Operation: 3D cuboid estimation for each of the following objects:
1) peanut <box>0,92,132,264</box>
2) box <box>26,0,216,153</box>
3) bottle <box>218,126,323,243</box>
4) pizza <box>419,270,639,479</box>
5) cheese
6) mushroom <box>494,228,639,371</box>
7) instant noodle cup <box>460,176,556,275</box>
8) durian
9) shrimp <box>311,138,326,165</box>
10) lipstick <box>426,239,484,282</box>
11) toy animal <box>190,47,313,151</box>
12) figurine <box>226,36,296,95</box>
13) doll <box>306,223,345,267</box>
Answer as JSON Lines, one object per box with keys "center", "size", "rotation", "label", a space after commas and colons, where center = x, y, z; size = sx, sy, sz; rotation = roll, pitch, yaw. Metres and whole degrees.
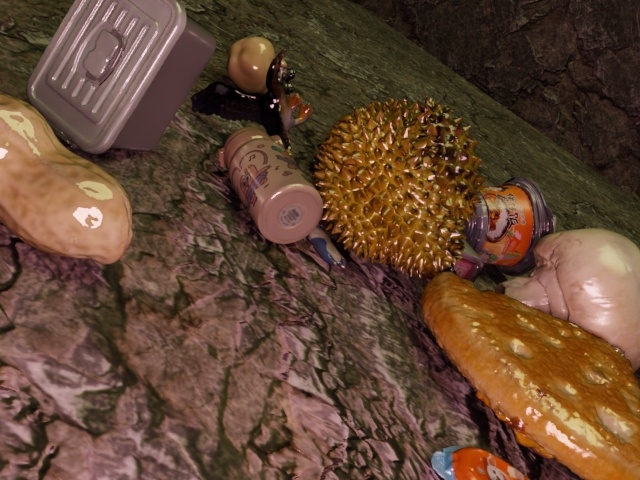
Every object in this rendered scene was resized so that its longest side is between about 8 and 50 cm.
{"center": [-0.299, -0.070, 0.865], "size": [0.257, 0.123, 0.123], "rotation": [31, 21, 7], "label": "peanut"}
{"center": [-0.258, -0.234, 1.148], "size": [0.163, 0.243, 0.135], "rotation": [37, 10, 19], "label": "box"}
{"center": [-0.072, -0.092, 1.229], "size": [0.110, 0.097, 0.209], "rotation": [-16, 40, -16], "label": "bottle"}
{"center": [0.286, 0.178, 1.084], "size": [0.409, 0.114, 0.278], "rotation": [43, 26, 28], "label": "pizza"}
{"center": [0.224, 0.280, 0.881], "size": [0.256, 0.037, 0.106], "rotation": [28, 23, -4], "label": "cheese"}
{"center": [0.375, 0.098, 1.284], "size": [0.260, 0.234, 0.254], "rotation": [70, 8, -45], "label": "mushroom"}
{"center": [0.298, -0.028, 1.503], "size": [0.125, 0.208, 0.177], "rotation": [4, 72, -24], "label": "instant noodle cup"}
{"center": [0.117, -0.080, 1.256], "size": [0.258, 0.258, 0.293], "rotation": [21, 52, -23], "label": "durian"}
{"center": [0.043, -0.145, 1.575], "size": [0.115, 0.051, 0.217], "rotation": [36, 19, 8], "label": "shrimp"}
{"center": [0.173, -0.015, 1.411], "size": [0.079, 0.077, 0.253], "rotation": [19, 25, -31], "label": "lipstick"}
{"center": [-0.084, -0.227, 1.422], "size": [0.272, 0.197, 0.160], "rotation": [36, 19, 27], "label": "toy animal"}
{"center": [-0.111, -0.346, 1.764], "size": [0.108, 0.114, 0.196], "rotation": [15, 0, 31], "label": "figurine"}
{"center": [0.000, 0.000, 1.224], "size": [0.037, 0.027, 0.125], "rotation": [22, 21, -42], "label": "doll"}
